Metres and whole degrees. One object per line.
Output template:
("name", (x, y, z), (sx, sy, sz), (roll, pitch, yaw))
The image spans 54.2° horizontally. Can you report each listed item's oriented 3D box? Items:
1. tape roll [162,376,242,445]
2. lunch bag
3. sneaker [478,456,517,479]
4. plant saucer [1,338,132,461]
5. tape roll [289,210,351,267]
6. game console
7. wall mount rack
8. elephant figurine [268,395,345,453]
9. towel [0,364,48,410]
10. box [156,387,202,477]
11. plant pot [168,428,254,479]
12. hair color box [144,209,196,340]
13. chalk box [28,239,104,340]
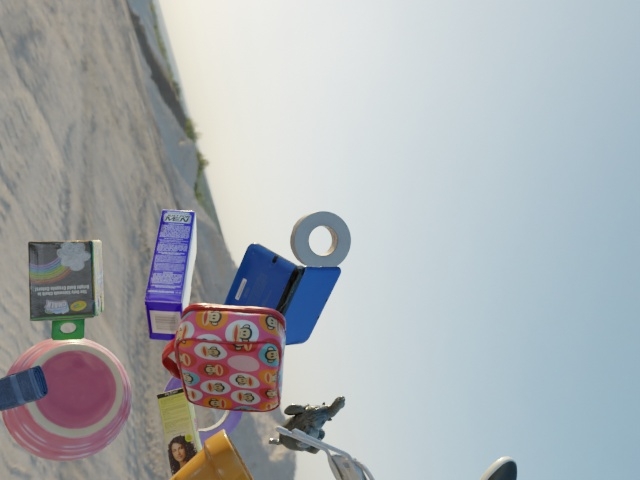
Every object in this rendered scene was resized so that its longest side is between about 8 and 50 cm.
("tape roll", (-0.403, 0.554, 2.141), (0.090, 0.275, 0.274), (143, -69, -69))
("lunch bag", (-0.207, 0.258, 1.339), (0.293, 0.258, 0.120), (97, -5, -47))
("sneaker", (0.387, 0.619, 1.337), (0.104, 0.295, 0.147), (38, -17, -24))
("plant saucer", (-0.653, 0.402, 1.644), (0.084, 0.332, 0.332), (-41, -120, 44))
("tape roll", (0.000, 0.000, 2.321), (0.072, 0.219, 0.219), (-176, -110, -73))
("game console", (-0.121, 0.162, 1.848), (0.293, 0.250, 0.173), (-65, 169, 21))
("wall mount rack", (0.019, 0.616, 1.687), (0.304, 0.130, 0.350), (63, -22, 6))
("elephant figurine", (-0.044, 0.596, 2.063), (0.169, 0.186, 0.239), (28, -37, 8))
("towel", (-0.611, 0.301, 1.271), (0.029, 0.119, 0.067), (-5, 75, -77))
("box", (-0.381, 0.527, 1.718), (0.058, 0.087, 0.232), (73, 1, -76))
("plant pot", (-0.260, 0.586, 1.476), (0.205, 0.188, 0.205), (55, -15, 22))
("hair color box", (-0.423, 0.094, 1.791), (0.185, 0.110, 0.339), (101, -8, -47))
("chalk box", (-0.545, 0.107, 1.351), (0.132, 0.132, 0.213), (178, -90, -79))
